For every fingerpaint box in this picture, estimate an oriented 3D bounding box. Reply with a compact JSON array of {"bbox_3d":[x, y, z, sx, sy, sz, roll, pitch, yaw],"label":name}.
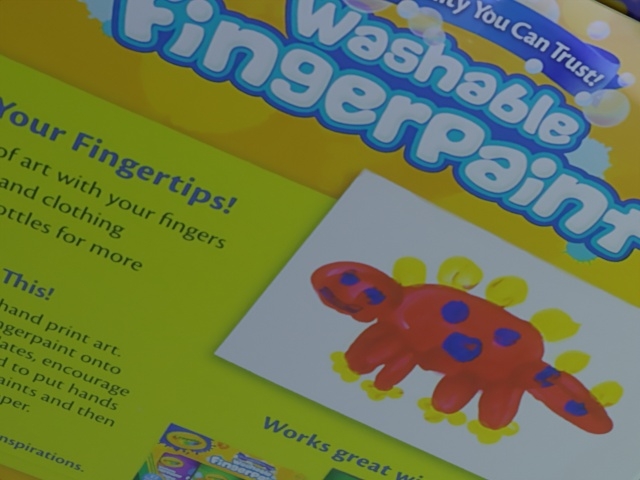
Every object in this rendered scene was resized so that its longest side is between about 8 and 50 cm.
[{"bbox_3d":[-0.044,-0.045,0.749,0.444,0.163,0.371,22,131,-13],"label":"fingerpaint box"}]
